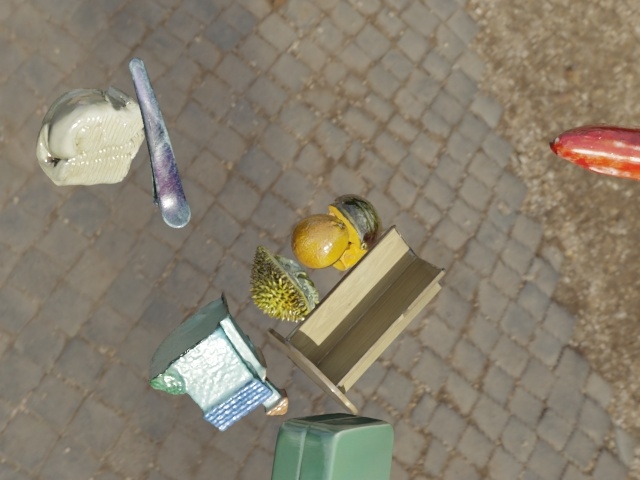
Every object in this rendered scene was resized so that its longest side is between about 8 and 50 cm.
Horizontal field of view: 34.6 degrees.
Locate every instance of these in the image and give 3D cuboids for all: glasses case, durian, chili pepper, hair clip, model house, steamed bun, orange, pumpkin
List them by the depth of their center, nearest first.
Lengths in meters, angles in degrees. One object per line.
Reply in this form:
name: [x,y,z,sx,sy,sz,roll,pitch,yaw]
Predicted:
glasses case: [0.000,0.195,0.593,0.078,0.039,0.184,10,87,-59]
chili pepper: [0.295,-0.079,0.947,0.168,0.088,0.065,7,94,2]
model house: [-0.110,0.160,1.200,0.119,0.148,0.149,-41,101,0]
orange: [0.000,0.000,1.415,0.085,0.085,0.085,12,63,-23]
hair clip: [-0.247,-0.150,1.571,0.048,0.275,0.083,-17,37,-16]
durian: [-0.054,0.104,1.783,0.146,0.102,0.208,35,11,-43]
steamed bun: [-0.436,-0.211,1.922,0.218,0.211,0.144,-16,57,-44]
pumpkin: [0.064,-0.027,1.968,0.107,0.183,0.119,-30,81,-22]

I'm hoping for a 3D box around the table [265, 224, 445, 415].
table: [0.061,0.101,1.417,0.167,0.167,0.227,44,81,-4]
